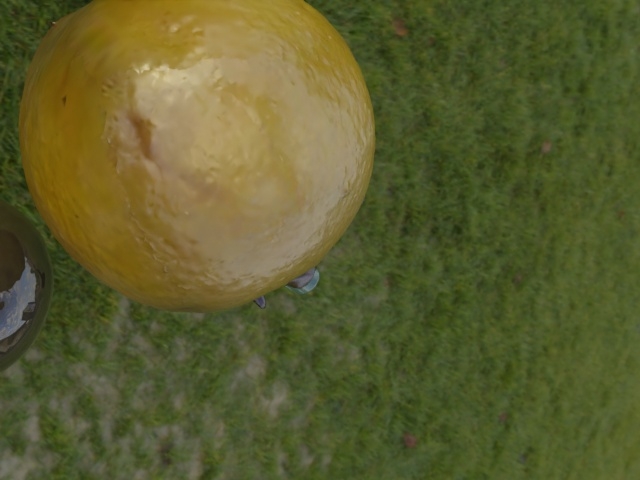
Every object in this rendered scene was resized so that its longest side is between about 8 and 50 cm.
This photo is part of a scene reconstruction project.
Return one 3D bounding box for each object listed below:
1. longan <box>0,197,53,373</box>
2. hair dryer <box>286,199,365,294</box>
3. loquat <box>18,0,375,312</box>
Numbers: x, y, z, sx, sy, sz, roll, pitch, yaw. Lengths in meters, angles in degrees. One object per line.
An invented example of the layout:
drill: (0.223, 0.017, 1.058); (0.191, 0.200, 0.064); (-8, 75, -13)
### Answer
longan: (-0.321, 0.055, 0.699); (0.159, 0.185, 0.204); (28, 69, -14)
hair dryer: (0.000, 0.000, 1.009); (0.150, 0.047, 0.071); (-42, 137, 10)
loquat: (-0.087, -0.069, 0.626); (0.274, 0.274, 0.275); (-22, 122, -41)
